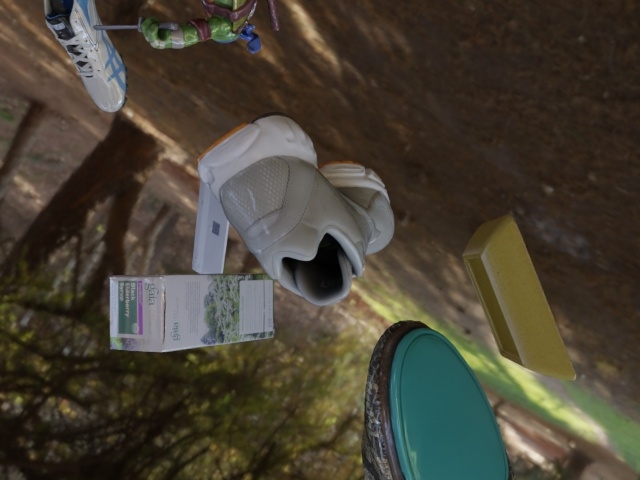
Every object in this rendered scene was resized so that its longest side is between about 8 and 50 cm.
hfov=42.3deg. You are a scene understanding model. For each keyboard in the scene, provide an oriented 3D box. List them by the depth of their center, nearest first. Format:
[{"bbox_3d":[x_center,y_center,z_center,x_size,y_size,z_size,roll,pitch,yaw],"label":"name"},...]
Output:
[{"bbox_3d":[-0.202,-0.028,1.551,0.072,0.256,0.014,26,-141,18],"label":"keyboard"}]

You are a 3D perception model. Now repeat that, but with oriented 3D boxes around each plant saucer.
[{"bbox_3d":[0.381,0.123,1.682,0.333,0.080,0.333,62,-172,-87],"label":"plant saucer"}]

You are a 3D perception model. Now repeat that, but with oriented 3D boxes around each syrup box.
[{"bbox_3d":[-0.164,0.090,1.095,0.096,0.093,0.236,-2,178,32],"label":"syrup box"}]

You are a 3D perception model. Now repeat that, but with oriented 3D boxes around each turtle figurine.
[{"bbox_3d":[-0.181,-0.357,1.057,0.274,0.198,0.266,41,157,3],"label":"turtle figurine"}]

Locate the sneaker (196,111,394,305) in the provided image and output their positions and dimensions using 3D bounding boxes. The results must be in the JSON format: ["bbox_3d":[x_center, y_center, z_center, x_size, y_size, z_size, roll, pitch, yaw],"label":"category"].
[{"bbox_3d":[0.000,0.000,0.649,0.262,0.099,0.121,19,-135,-63],"label":"sneaker"}]

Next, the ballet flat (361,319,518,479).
[{"bbox_3d":[0.152,0.308,0.888,0.182,0.164,0.483,-22,104,54],"label":"ballet flat"}]

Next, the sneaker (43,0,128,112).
[{"bbox_3d":[-0.344,-0.289,1.177,0.085,0.086,0.237,5,123,32],"label":"sneaker"}]
